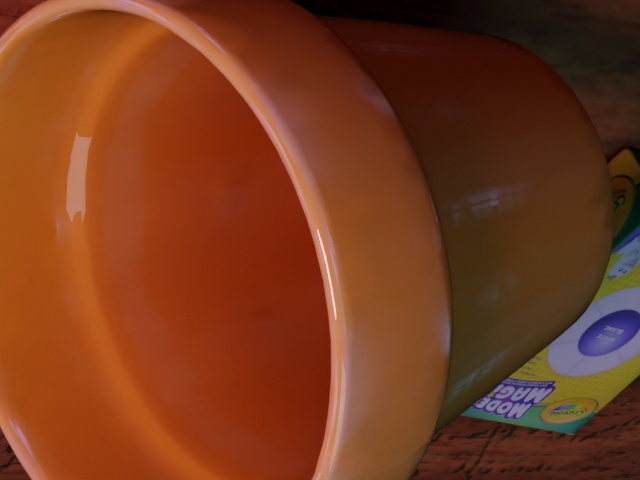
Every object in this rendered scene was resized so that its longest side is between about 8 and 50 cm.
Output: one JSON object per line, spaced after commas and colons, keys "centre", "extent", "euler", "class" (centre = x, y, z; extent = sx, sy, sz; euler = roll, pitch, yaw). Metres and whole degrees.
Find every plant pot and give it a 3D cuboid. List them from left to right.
{"centre": [0.000, 0.000, 0.727], "extent": [0.188, 0.205, 0.205], "euler": [-16, 148, -43], "class": "plant pot"}

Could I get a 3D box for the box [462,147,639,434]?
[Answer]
{"centre": [0.127, 0.036, 0.977], "extent": [0.105, 0.043, 0.179], "euler": [13, 132, -43], "class": "box"}
